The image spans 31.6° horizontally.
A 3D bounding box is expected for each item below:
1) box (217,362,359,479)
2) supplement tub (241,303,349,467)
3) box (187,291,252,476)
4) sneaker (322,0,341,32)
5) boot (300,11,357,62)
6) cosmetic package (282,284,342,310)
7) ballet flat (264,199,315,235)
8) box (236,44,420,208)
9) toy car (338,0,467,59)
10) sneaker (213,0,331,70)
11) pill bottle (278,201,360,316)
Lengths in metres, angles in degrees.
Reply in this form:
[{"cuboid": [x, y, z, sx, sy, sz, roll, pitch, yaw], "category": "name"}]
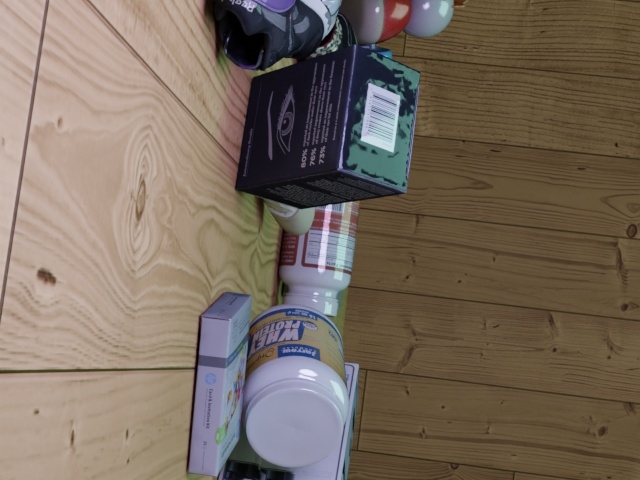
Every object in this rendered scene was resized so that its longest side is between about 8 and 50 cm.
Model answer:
[{"cuboid": [-0.043, 0.299, 1.578, 0.290, 0.169, 0.087, -76, 171, -45], "category": "box"}, {"cuboid": [-0.036, 0.189, 1.493, 0.200, 0.144, 0.144, -96, -171, -63], "category": "supplement tub"}, {"cuboid": [-0.117, 0.166, 1.337, 0.145, 0.038, 0.186, -50, 147, -80], "category": "box"}, {"cuboid": [-0.005, -0.379, 1.678, 0.258, 0.094, 0.091, -71, -174, -52], "category": "sneaker"}, {"cuboid": [0.013, -0.329, 1.847, 0.179, 0.085, 0.236, 83, 13, -55], "category": "boot"}, {"cuboid": [0.000, 0.000, 2.013, 0.127, 0.107, 0.238, 75, 25, -75], "category": "cosmetic package"}, {"cuboid": [-0.053, -0.103, 1.551, 0.086, 0.086, 0.248, -74, 168, -58], "category": "ballet flat"}, {"cuboid": [0.006, -0.129, 1.356, 0.207, 0.108, 0.153, -5, -107, 52], "category": "box"}, {"cuboid": [0.147, -0.423, 2.043, 0.210, 0.238, 0.219, -143, -130, -63], "category": "toy car"}, {"cuboid": [-0.067, -0.234, 1.216, 0.283, 0.107, 0.124, 58, 55, -77], "category": "sneaker"}, {"cuboid": [-0.004, 0.014, 1.870, 0.121, 0.121, 0.216, 53, 45, -82], "category": "pill bottle"}]
